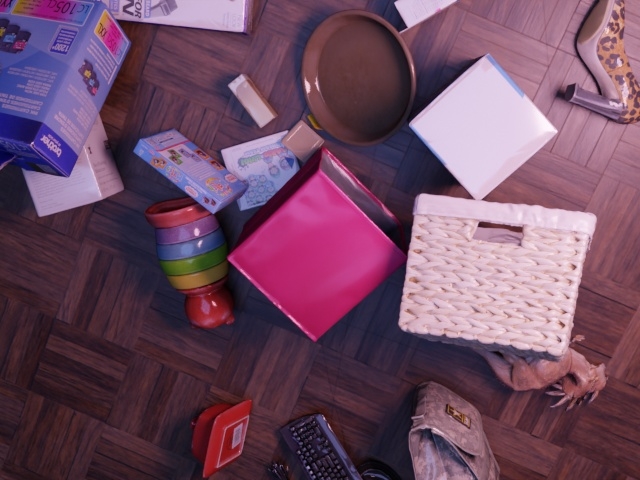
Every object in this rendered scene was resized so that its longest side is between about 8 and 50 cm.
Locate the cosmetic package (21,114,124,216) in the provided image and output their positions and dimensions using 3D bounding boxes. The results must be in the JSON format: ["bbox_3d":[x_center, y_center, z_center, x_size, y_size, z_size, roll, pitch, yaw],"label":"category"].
[{"bbox_3d":[-0.544,-0.167,1.778,0.152,0.151,0.183,-15,101,8],"label":"cosmetic package"}]

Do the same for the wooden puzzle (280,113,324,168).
[{"bbox_3d":[-0.038,-0.214,1.770,0.116,0.014,0.078,-41,83,-7],"label":"wooden puzzle"}]

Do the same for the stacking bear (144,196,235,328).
[{"bbox_3d":[-0.269,0.055,1.801,0.176,0.164,0.288,-12,105,8],"label":"stacking bear"}]

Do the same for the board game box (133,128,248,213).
[{"bbox_3d":[-0.270,-0.150,1.738,0.211,0.160,0.039,37,112,4],"label":"board game box"}]

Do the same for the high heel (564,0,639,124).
[{"bbox_3d":[0.616,-0.374,1.668,0.186,0.093,0.261,16,95,-16],"label":"high heel"}]

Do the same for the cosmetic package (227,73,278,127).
[{"bbox_3d":[-0.144,-0.299,1.757,0.041,0.060,0.115,-37,97,11],"label":"cosmetic package"}]

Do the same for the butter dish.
[{"bbox_3d":[-0.247,0.439,1.891,0.118,0.160,0.160,18,104,25],"label":"butter dish"}]

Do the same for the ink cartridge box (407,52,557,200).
[{"bbox_3d":[0.306,-0.227,1.619,0.197,0.270,0.198,-42,95,11],"label":"ink cartridge box"}]

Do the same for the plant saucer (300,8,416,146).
[{"bbox_3d":[0.080,-0.332,1.681,0.278,0.041,0.277,14,115,32],"label":"plant saucer"}]

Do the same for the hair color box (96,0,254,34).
[{"bbox_3d":[-0.308,-0.538,1.702,0.339,0.110,0.185,6,101,3],"label":"hair color box"}]

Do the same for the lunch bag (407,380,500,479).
[{"bbox_3d":[0.281,0.464,1.783,0.169,0.235,0.286,-21,99,15],"label":"lunch bag"}]

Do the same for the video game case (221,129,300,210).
[{"bbox_3d":[-0.124,-0.153,1.806,0.157,0.019,0.143,-15,100,8],"label":"video game case"}]

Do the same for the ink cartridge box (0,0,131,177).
[{"bbox_3d":[-0.587,-0.293,1.639,0.270,0.151,0.395,13,73,19],"label":"ink cartridge box"}]

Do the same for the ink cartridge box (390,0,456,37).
[{"bbox_3d":[0.209,-0.479,1.661,0.181,0.104,0.061,-28,98,11],"label":"ink cartridge box"}]

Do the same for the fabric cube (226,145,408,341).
[{"bbox_3d":[0.000,0.000,1.697,0.254,0.259,0.258,43,104,-10],"label":"fabric cube"}]

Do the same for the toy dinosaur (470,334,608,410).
[{"bbox_3d":[0.478,0.283,1.789,0.296,0.127,0.200,-5,108,13],"label":"toy dinosaur"}]

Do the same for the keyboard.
[{"bbox_3d":[-0.003,0.569,1.910,0.202,0.033,0.317,-33,86,21],"label":"keyboard"}]

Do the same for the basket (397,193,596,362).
[{"bbox_3d":[0.341,0.079,1.593,0.329,0.331,0.266,8,81,16],"label":"basket"}]

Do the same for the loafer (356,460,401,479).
[{"bbox_3d":[0.169,0.602,1.902,0.220,0.078,0.080,43,102,-4],"label":"loafer"}]
